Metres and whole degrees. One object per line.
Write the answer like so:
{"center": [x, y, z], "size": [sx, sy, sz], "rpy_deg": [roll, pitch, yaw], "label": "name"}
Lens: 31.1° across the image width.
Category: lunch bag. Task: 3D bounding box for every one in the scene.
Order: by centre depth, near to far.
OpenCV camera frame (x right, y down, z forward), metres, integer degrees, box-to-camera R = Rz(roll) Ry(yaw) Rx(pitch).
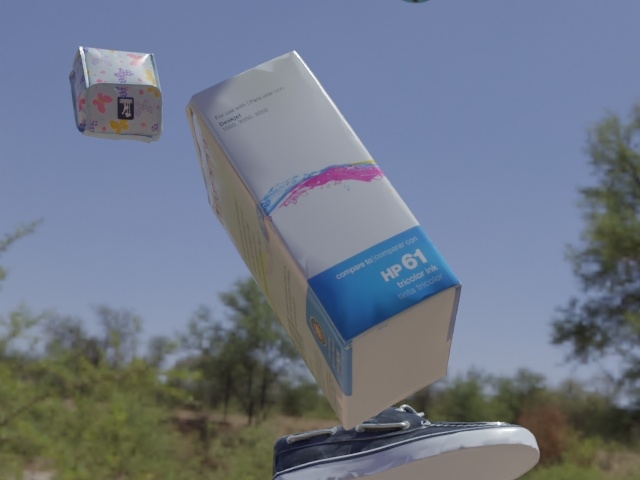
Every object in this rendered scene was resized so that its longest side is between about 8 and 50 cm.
{"center": [-0.175, -0.123, 0.997], "size": [0.071, 0.083, 0.053], "rpy_deg": [3, -34, -25], "label": "lunch bag"}

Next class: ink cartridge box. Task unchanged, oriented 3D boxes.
{"center": [0.000, 0.000, 0.456], "size": [0.052, 0.122, 0.088], "rpy_deg": [-28, -26, -13], "label": "ink cartridge box"}

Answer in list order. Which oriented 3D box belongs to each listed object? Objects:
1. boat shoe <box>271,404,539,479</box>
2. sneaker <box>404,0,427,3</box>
{"center": [0.089, 0.232, 1.284], "size": [0.301, 0.102, 0.108], "rpy_deg": [-15, -41, 14], "label": "boat shoe"}
{"center": [0.139, -0.501, 1.609], "size": [0.125, 0.341, 0.139], "rpy_deg": [0, 4, 0], "label": "sneaker"}
